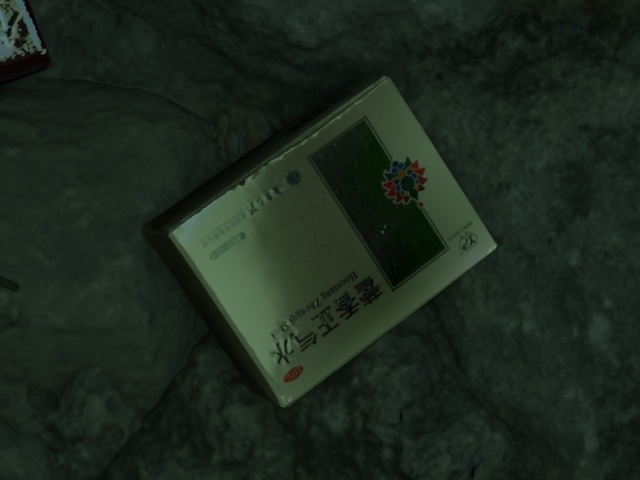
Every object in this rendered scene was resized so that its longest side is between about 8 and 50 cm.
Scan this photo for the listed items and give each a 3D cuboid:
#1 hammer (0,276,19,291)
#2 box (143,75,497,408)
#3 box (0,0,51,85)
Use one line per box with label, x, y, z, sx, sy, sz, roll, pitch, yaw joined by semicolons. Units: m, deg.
hammer;-0.271;0.012;1.323;0.110;0.035;0.019;26;84;-26
box;0.000;0.000;1.377;0.212;0.095;0.168;-37;104;-14
box;-0.317;-0.142;1.283;0.224;0.069;0.120;-20;97;-18
